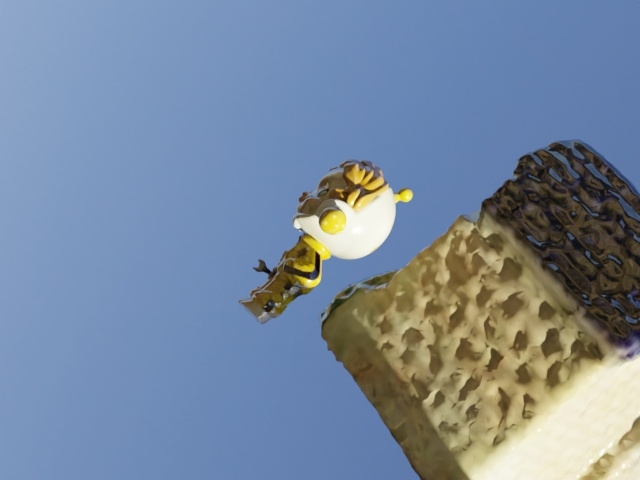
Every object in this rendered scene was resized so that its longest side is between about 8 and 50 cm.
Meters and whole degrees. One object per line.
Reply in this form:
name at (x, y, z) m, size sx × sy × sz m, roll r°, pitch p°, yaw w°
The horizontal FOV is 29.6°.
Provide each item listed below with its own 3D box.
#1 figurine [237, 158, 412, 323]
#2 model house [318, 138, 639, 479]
figurine at (0.000, 0.001, 0.882) m, size 0.143 × 0.068 × 0.101 m, roll -51°, pitch -170°, yaw -31°
model house at (0.208, 0.077, 0.978) m, size 0.284 × 0.298 × 0.243 m, roll -42°, pitch -121°, yaw 16°
